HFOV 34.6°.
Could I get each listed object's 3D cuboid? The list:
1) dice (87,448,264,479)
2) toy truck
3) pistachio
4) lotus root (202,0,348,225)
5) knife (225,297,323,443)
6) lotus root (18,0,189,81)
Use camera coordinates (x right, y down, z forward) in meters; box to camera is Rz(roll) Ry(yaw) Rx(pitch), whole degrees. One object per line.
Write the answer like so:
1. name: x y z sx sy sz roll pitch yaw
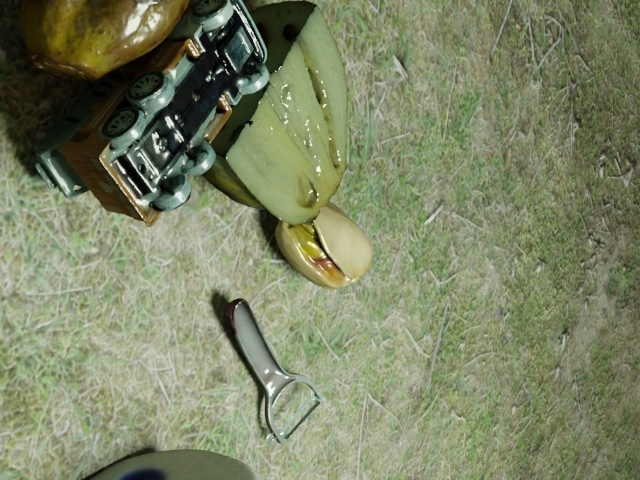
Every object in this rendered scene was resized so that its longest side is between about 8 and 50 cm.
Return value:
1. dice: -0.197 0.446 1.358 0.243 0.251 0.259 -21 113 -50
2. toy truck: -0.202 -0.189 1.282 0.338 0.184 0.133 -60 140 -29
3. pistachio: 0.000 0.000 1.632 0.200 0.117 0.145 37 30 -41
4. lotus root: -0.066 -0.163 1.473 0.267 0.149 0.260 -61 147 -19
5. knife: -0.093 0.193 1.594 0.123 0.053 0.278 -49 131 -28
6. lotus root: -0.236 -0.311 1.200 0.193 0.193 0.291 47 61 -45
